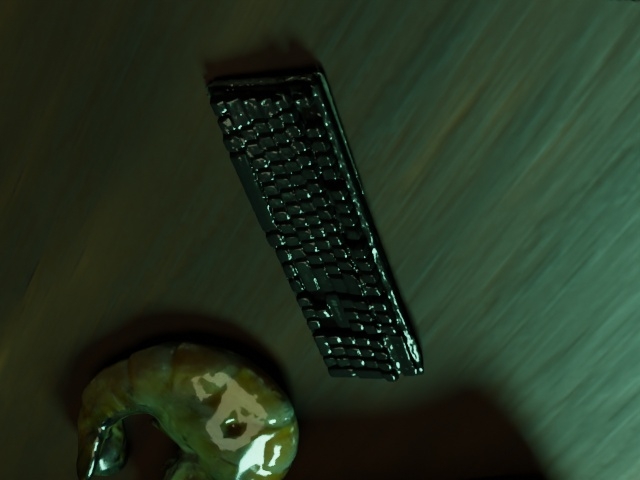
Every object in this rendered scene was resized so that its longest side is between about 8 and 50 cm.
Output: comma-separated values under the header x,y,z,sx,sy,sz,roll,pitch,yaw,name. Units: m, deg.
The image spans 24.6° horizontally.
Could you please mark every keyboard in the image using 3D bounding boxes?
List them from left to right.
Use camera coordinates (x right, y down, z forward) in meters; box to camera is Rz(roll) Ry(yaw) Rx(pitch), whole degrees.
x,y,z,sx,sy,sz,roll,pitch,yaw,name
0.000,0.001,0.860,0.072,0.023,0.231,-2,131,25,keyboard

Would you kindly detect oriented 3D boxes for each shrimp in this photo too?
x,y,z,sx,sy,sz,roll,pitch,yaw,name
-0.114,0.155,1.021,0.145,0.059,0.254,36,133,-11,shrimp
